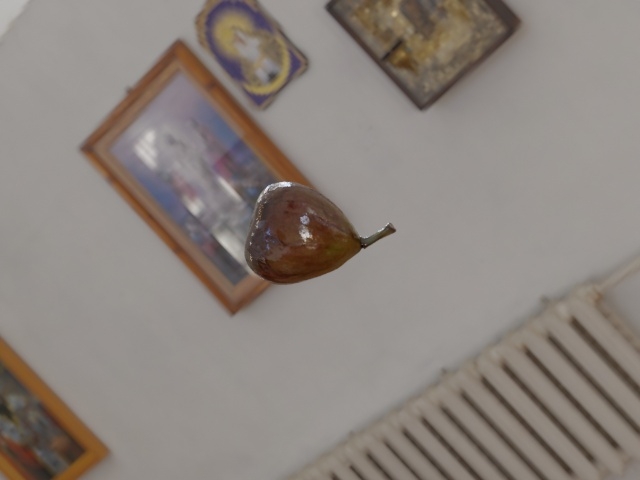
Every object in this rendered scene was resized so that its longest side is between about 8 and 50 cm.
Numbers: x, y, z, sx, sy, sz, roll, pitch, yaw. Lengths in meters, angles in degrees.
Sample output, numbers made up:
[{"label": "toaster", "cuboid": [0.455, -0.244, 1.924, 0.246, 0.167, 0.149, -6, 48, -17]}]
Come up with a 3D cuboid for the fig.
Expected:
[{"label": "fig", "cuboid": [0.000, 0.000, 0.956, 0.089, 0.125, 0.088, -169, 90, -88]}]
